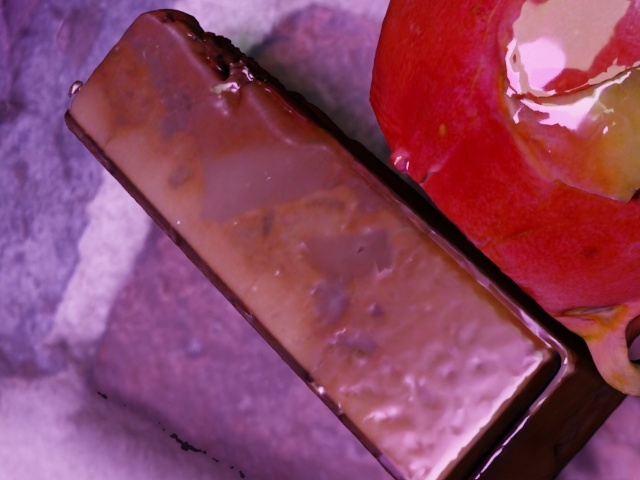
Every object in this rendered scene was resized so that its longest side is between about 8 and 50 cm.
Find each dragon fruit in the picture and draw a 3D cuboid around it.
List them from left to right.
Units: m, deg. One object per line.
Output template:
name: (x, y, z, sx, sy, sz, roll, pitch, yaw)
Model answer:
dragon fruit: (0.135, -0.076, 0.548, 0.227, 0.224, 0.224, -36, 63, 17)

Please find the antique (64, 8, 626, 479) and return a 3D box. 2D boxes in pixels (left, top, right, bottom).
antique: (0.000, 0.000, 0.673, 0.093, 0.087, 0.310, -51, 59, 9)
